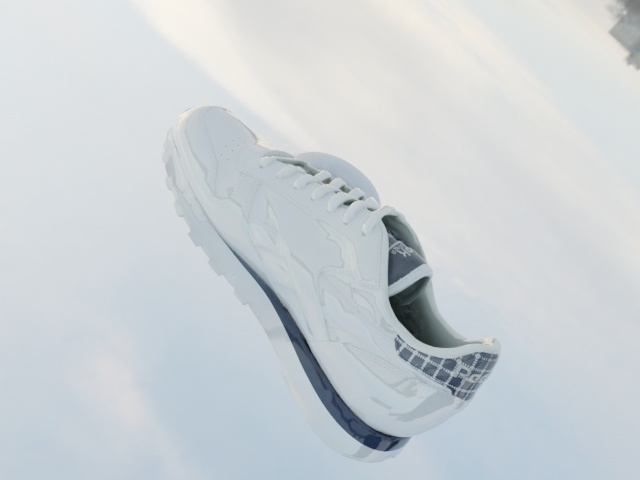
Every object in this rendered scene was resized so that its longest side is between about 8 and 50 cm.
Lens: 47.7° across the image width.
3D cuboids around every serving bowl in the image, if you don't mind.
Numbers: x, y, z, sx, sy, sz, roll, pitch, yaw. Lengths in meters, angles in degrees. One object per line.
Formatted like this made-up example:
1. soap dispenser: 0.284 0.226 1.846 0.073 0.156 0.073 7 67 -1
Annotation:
1. serving bowl: 0.008 -0.036 0.510 0.083 0.083 0.027 34 -115 -12

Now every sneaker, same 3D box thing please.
1. sneaker: 0.000 0.000 0.400 0.090 0.095 0.235 -12 -121 -53
